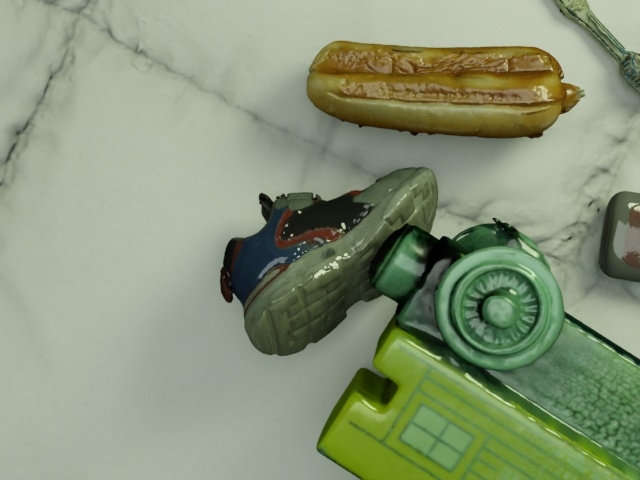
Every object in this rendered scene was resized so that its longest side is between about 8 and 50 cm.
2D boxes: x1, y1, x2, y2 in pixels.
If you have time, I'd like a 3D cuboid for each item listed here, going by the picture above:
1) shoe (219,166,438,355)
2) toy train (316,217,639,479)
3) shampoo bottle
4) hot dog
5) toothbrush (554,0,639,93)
[{"bbox_3d":[0.000,0.000,1.025,0.227,0.099,0.125,-37,51,-22],"label":"shoe"},{"bbox_3d":[0.202,0.178,0.969,0.442,0.179,0.272,33,97,2],"label":"toy train"},{"bbox_3d":[0.337,0.006,1.033,0.165,0.040,0.080,10,87,4],"label":"shampoo bottle"},{"bbox_3d":[0.111,-0.128,1.028,0.249,0.102,0.076,2,129,5],"label":"hot dog"},{"bbox_3d":[0.213,-0.240,1.059,0.026,0.028,0.294,-41,82,-1],"label":"toothbrush"}]
